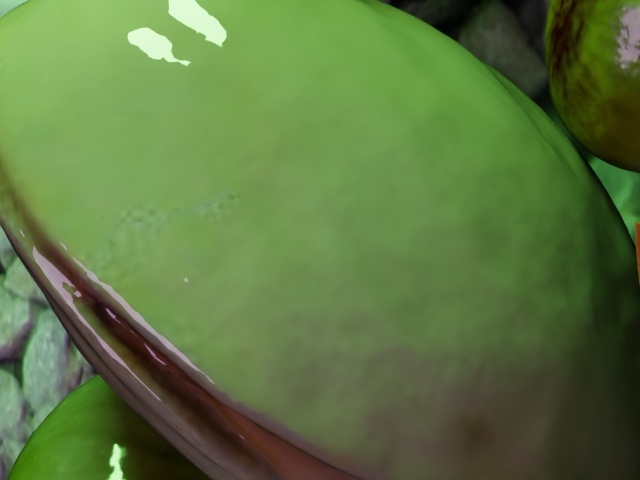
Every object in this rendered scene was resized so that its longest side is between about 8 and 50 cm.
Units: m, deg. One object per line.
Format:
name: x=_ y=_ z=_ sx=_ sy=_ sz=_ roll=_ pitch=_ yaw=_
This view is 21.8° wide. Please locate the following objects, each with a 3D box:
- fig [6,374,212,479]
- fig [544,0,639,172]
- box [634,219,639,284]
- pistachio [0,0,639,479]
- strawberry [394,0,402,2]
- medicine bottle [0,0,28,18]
fig: x=-0.080 y=0.225 z=1.108 sx=0.316 sy=0.316 sz=0.316 roll=3 pitch=95 yaw=43
fig: x=0.186 y=-0.110 z=0.927 sx=0.136 sy=0.121 sz=0.153 roll=-163 pitch=59 yaw=-72
box: x=0.286 y=0.049 z=0.826 sx=0.195 sy=0.148 sz=0.177 roll=-18 pitch=79 yaw=42
pistachio: x=0.000 y=0.000 z=0.957 sx=0.445 sy=0.365 sz=0.281 roll=40 pitch=124 yaw=4
strawberry: x=0.035 y=-0.251 z=1.017 sx=0.184 sy=0.201 sz=0.187 roll=-7 pitch=71 yaw=19
medicine bottle: x=-0.189 y=-0.164 z=1.283 sx=0.183 sy=0.119 sz=0.069 roll=13 pitch=101 yaw=40
